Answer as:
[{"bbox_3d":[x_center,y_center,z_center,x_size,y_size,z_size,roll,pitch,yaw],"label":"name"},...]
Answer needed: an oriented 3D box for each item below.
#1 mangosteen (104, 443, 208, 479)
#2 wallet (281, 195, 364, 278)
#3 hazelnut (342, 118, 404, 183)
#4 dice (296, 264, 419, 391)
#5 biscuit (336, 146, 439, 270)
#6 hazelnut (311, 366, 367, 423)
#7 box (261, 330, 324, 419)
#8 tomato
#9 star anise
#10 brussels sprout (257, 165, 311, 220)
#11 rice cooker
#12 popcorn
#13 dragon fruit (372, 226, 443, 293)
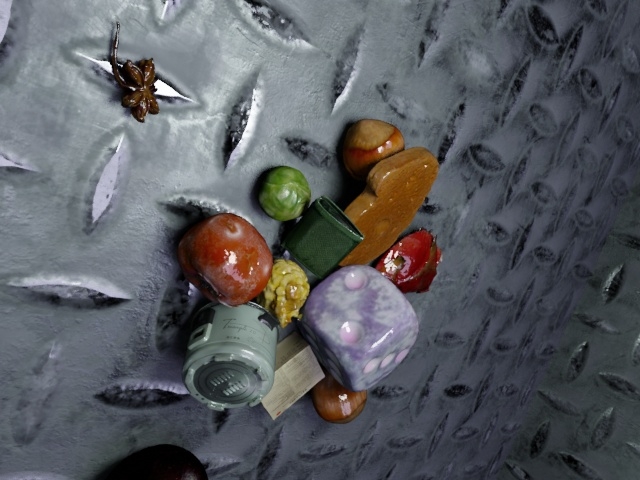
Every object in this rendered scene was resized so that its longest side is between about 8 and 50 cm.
[{"bbox_3d":[-0.419,0.684,1.112,0.296,0.313,0.297,-11,118,-21],"label":"mangosteen"},{"bbox_3d":[0.001,-0.001,1.184,0.160,0.236,0.055,44,49,2],"label":"wallet"},{"bbox_3d":[0.142,-0.256,1.244,0.181,0.182,0.182,-14,116,-31],"label":"hazelnut"},{"bbox_3d":[0.109,0.257,1.314,0.271,0.270,0.270,-36,146,-18],"label":"dice"},{"bbox_3d":[0.178,-0.076,1.299,0.349,0.078,0.456,-3,134,-47],"label":"biscuit"},{"bbox_3d":[0.061,0.508,1.491,0.214,0.176,0.215,30,52,-49],"label":"hazelnut"},{"bbox_3d":[-0.111,0.417,1.371,0.211,0.095,0.168,-35,124,-19],"label":"box"},{"bbox_3d":[-0.224,0.043,1.065,0.189,0.231,0.232,-49,131,-31],"label":"tomato"},{"bbox_3d":[-0.379,-0.337,0.894,0.097,0.070,0.191,-31,127,-56],"label":"star anise"},{"bbox_3d":[-0.091,-0.119,1.155,0.154,0.117,0.155,-9,107,-30],"label":"brussels sprout"},{"bbox_3d":[-0.226,0.281,1.135,0.280,0.227,0.241,-35,118,19],"label":"rice cooker"},{"bbox_3d":[-0.105,0.143,1.220,0.170,0.180,0.180,33,83,5],"label":"popcorn"},{"bbox_3d":[0.317,0.094,1.527,0.343,0.100,0.283,-1,114,-39],"label":"dragon fruit"}]
